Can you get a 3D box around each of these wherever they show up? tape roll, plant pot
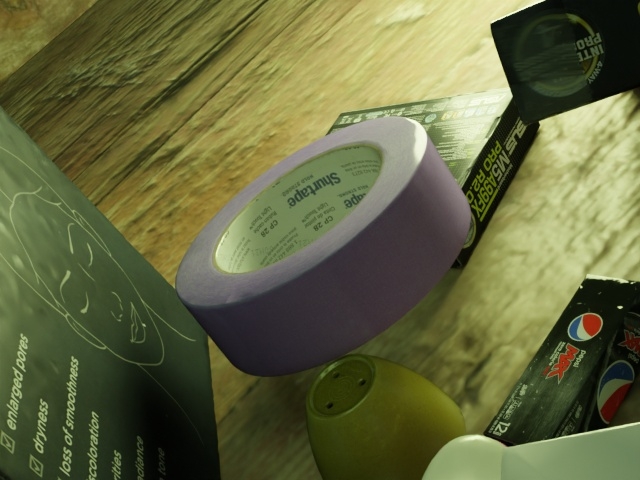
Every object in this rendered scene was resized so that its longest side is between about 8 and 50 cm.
[{"bbox_3d":[0.000,0.000,0.953,0.275,0.090,0.274,-29,23,14],"label":"tape roll"},{"bbox_3d":[0.041,0.151,0.854,0.134,0.095,0.134,-26,32,18],"label":"plant pot"}]

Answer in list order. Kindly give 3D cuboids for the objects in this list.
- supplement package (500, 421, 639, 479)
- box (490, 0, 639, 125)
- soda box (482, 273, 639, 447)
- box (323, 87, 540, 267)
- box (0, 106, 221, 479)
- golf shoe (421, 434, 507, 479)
[{"bbox_3d":[0.239,0.206,0.530,0.262,0.145,0.204,-18,36,28],"label":"supplement package"},{"bbox_3d":[0.351,-0.210,0.846,0.318,0.097,0.395,-16,6,29],"label":"box"},{"bbox_3d":[0.202,0.107,0.790,0.060,0.053,0.169,10,54,50],"label":"soda box"},{"bbox_3d":[0.084,-0.067,1.137,0.270,0.060,0.216,-2,46,45],"label":"box"},{"bbox_3d":[-0.338,0.133,0.896,0.297,0.471,0.480,-31,31,9],"label":"box"},{"bbox_3d":[0.094,0.236,0.625,0.115,0.140,0.306,0,44,11],"label":"golf shoe"}]
